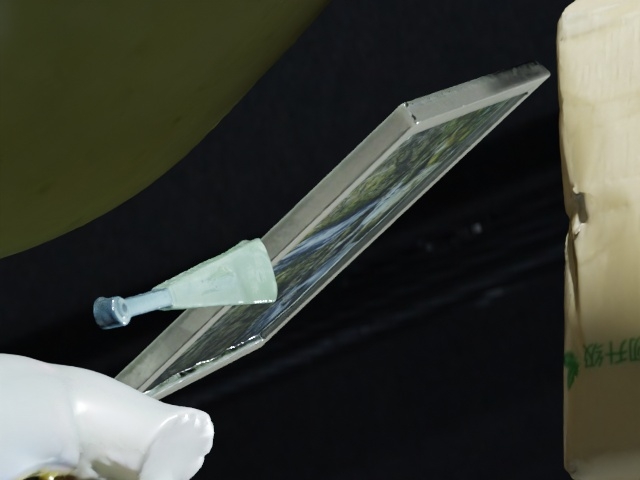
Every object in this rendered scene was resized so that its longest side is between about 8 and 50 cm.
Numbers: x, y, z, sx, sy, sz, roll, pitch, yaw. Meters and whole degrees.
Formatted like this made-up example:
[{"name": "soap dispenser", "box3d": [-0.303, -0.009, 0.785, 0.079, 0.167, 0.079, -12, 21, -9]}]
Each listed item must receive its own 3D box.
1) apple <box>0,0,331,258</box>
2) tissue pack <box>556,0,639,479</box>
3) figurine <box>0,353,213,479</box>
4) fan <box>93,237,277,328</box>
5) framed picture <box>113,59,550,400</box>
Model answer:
[{"name": "apple", "box3d": [-0.095, -0.116, 0.408, 0.262, 0.262, 0.262, -4, -50, -5]}, {"name": "tissue pack", "box3d": [0.186, -0.012, 0.630, 0.222, 0.186, 0.090, -9, -22, 35]}, {"name": "figurine", "box3d": [-0.099, 0.143, 0.750, 0.189, 0.263, 0.142, -48, -36, -5]}, {"name": "fan", "box3d": [-0.069, 0.025, 1.041, 0.016, 0.193, 0.038, -14, -90, 23]}, {"name": "framed picture", "box3d": [0.000, 0.000, 1.324, 0.324, 0.240, 0.020, -43, -99, 26]}]
